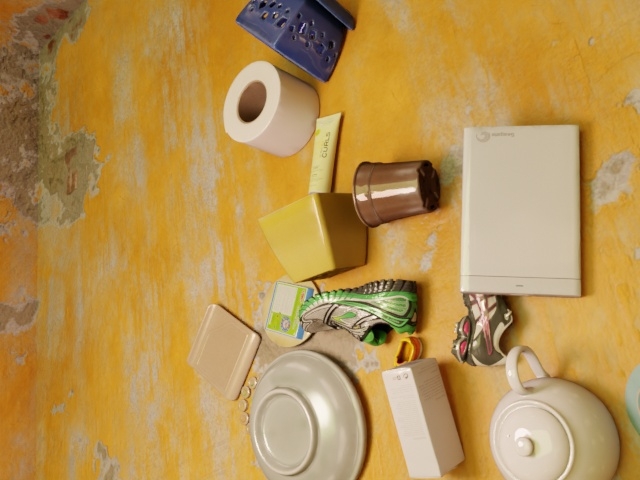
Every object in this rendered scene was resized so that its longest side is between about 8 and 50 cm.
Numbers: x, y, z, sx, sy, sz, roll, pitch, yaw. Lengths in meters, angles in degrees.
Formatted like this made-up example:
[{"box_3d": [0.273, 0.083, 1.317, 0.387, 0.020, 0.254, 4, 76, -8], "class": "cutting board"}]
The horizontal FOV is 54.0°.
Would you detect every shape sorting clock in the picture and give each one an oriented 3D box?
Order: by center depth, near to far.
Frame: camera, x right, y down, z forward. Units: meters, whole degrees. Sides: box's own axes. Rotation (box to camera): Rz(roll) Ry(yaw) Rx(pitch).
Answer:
[{"box_3d": [-0.082, 0.195, 1.758, 0.206, 0.040, 0.206, -15, 67, 38], "class": "shape sorting clock"}]

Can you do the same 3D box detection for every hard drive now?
[{"box_3d": [0.411, -0.063, 1.299, 0.233, 0.047, 0.353, 1, 79, 13], "class": "hard drive"}]

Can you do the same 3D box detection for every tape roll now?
[{"box_3d": [-0.146, -0.386, 1.865, 0.246, 0.169, 0.246, -11, 73, 41], "class": "tape roll"}]

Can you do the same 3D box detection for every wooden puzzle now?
[{"box_3d": [-0.294, 0.337, 1.924, 0.239, 0.044, 0.221, 27, 98, 38], "class": "wooden puzzle"}]

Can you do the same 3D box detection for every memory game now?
[{"box_3d": [-0.172, 0.473, 1.796, 0.186, 0.012, 0.186, -11, 73, 40], "class": "memory game"}]

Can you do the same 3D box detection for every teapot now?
[{"box_3d": [0.412, 0.368, 1.168, 0.256, 0.187, 0.252, 40, 107, 41], "class": "teapot"}]

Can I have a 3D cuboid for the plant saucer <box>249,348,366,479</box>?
[{"box_3d": [-0.066, 0.484, 1.614, 0.400, 0.100, 0.400, -5, 82, 40], "class": "plant saucer"}]

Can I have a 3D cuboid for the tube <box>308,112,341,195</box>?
[{"box_3d": [0.008, -0.241, 1.769, 0.070, 0.062, 0.240, 7, 77, 3], "class": "tube"}]

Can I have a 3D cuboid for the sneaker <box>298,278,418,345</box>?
[{"box_3d": [0.082, 0.190, 1.547, 0.344, 0.134, 0.146, -16, 70, 39], "class": "sneaker"}]

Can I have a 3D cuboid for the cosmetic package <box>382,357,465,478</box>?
[{"box_3d": [0.221, 0.379, 1.355, 0.085, 0.117, 0.231, -19, 80, 38], "class": "cosmetic package"}]

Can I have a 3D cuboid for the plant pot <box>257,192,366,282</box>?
[{"box_3d": [0.000, 0.000, 1.632, 0.212, 0.212, 0.187, -22, 79, 37], "class": "plant pot"}]

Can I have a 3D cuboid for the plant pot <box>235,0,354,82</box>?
[{"box_3d": [-0.061, -0.626, 1.806, 0.212, 0.236, 0.236, -55, 49, 12], "class": "plant pot"}]

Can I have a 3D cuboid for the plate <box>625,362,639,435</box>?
[{"box_3d": [0.614, 0.289, 1.084, 0.188, 0.024, 0.188, 2, 92, 52], "class": "plate"}]

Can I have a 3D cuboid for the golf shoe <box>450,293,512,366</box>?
[{"box_3d": [0.358, 0.135, 1.351, 0.120, 0.105, 0.272, 6, 84, 21], "class": "golf shoe"}]

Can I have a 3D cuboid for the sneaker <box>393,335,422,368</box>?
[{"box_3d": [0.189, 0.308, 1.467, 0.064, 0.067, 0.175, 5, 86, 40], "class": "sneaker"}]

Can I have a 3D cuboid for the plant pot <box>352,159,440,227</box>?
[{"box_3d": [0.189, -0.122, 1.514, 0.165, 0.167, 0.167, -7, 75, 34], "class": "plant pot"}]
